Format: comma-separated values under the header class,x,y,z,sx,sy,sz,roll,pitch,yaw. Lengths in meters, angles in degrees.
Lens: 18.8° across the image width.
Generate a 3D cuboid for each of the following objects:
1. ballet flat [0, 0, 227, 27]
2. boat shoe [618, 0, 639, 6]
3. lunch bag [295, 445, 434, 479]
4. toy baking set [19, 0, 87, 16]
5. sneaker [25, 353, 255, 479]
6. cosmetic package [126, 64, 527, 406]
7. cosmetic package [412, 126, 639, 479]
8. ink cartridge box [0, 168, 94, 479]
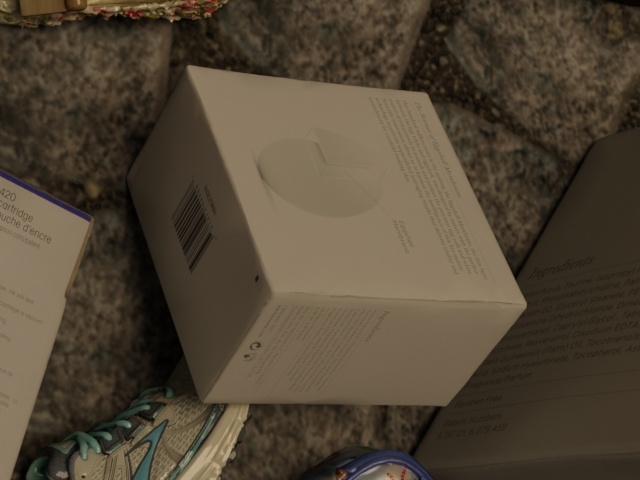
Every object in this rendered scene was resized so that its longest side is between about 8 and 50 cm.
class,x,y,z,sx,sy,sz,roll,pitch,yaw
ballet flat,-0.165,-0.213,1.497,0.241,0.077,0.091,-9,87,-32
boat shoe,0.280,-0.291,1.769,0.342,0.123,0.123,4,81,-25
lunch bag,0.012,0.313,1.471,0.303,0.115,0.243,-36,98,-18
toy baking set,-0.271,-0.262,1.419,0.196,0.030,0.256,-31,94,-6
sneaker,-0.143,0.168,1.431,0.122,0.110,0.283,33,62,-13
cosmetic package,0.000,0.000,1.477,0.224,0.138,0.224,3,48,-31
cosmetic package,0.353,0.126,1.618,0.329,0.327,0.394,42,62,-19
ink cartridge box,-0.336,0.059,1.343,0.303,0.072,0.307,29,56,-24
